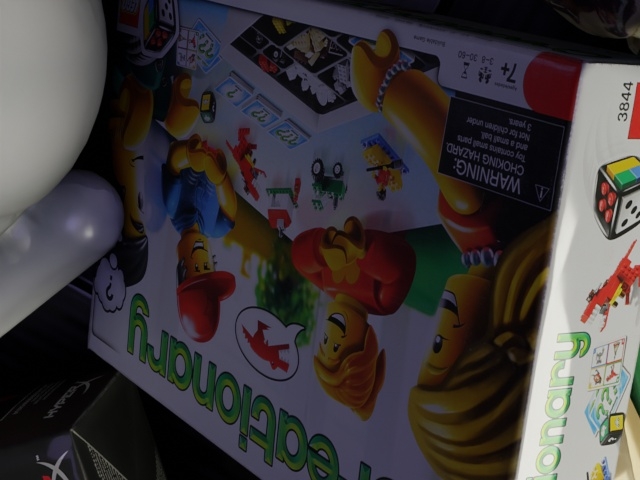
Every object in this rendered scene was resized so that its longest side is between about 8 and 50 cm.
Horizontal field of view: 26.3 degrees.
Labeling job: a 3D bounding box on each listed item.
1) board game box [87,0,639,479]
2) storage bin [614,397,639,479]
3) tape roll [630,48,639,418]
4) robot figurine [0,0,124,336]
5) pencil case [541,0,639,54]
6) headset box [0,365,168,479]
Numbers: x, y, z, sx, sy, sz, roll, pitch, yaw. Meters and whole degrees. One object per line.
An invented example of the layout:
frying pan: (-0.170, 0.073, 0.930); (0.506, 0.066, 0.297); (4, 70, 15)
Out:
board game box: (0.000, 0.000, 0.549); (0.053, 0.305, 0.192); (-2, 106, -35)
storage bin: (0.247, 0.046, 0.601); (0.262, 0.123, 0.260); (-11, 100, 8)
tape roll: (0.262, 0.000, 0.480); (0.321, 0.077, 0.321); (1, 103, 2)
robot figurine: (-0.230, -0.052, 0.572); (0.353, 0.199, 0.300); (-36, 129, 27)
pencil case: (-0.008, -0.217, 0.555); (0.410, 0.160, 0.183); (23, 127, 1)
headset box: (-0.211, 0.209, 0.695); (0.293, 0.110, 0.218); (-16, 100, 10)
